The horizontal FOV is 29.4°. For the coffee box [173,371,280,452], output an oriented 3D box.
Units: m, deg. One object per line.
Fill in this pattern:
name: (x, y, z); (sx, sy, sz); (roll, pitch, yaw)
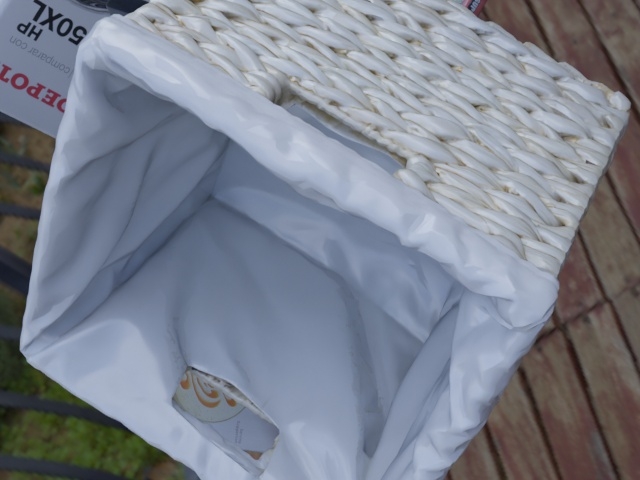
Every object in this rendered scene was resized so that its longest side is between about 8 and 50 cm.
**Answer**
coffee box: (-0.077, 0.073, 1.164); (0.141, 0.098, 0.247); (6, 83, 15)

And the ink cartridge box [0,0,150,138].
ink cartridge box: (-0.231, -0.305, 1.379); (0.166, 0.285, 0.395); (39, 98, 43)

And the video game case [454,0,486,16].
video game case: (0.103, -0.244, 1.400); (0.285, 0.025, 0.204); (-59, 29, -6)

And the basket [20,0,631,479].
basket: (0.000, 0.000, 0.887); (0.266, 0.328, 0.331); (-50, -12, -47)
